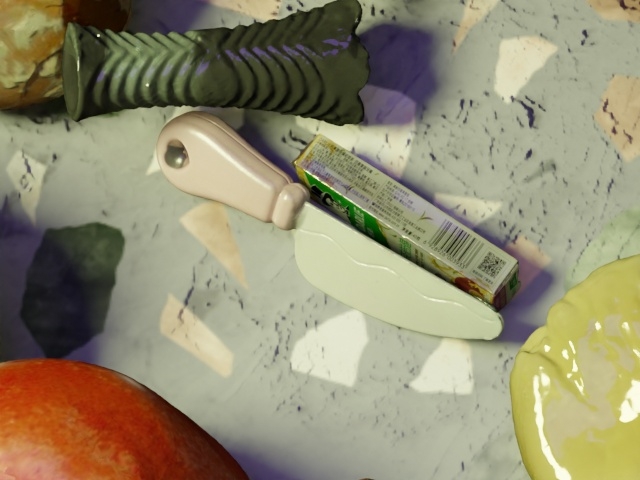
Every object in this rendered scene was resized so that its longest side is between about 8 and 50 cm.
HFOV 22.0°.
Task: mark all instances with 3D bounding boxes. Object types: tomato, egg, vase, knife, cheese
[{"bbox_3d":[-0.201,0.250,1.180,0.290,0.293,0.325,38,87,21],"label":"tomato"},{"bbox_3d":[-0.262,-0.206,1.392,0.233,0.195,0.195,-40,69,13],"label":"egg"},{"bbox_3d":[-0.087,-0.140,1.338,0.237,0.115,0.116,-4,70,-17],"label":"vase"},{"bbox_3d":[-0.001,0.002,1.346,0.336,0.043,0.081,35,123,19],"label":"knife"},{"bbox_3d":[0.252,0.129,1.242,0.214,0.117,0.226,-37,65,0],"label":"cheese"}]

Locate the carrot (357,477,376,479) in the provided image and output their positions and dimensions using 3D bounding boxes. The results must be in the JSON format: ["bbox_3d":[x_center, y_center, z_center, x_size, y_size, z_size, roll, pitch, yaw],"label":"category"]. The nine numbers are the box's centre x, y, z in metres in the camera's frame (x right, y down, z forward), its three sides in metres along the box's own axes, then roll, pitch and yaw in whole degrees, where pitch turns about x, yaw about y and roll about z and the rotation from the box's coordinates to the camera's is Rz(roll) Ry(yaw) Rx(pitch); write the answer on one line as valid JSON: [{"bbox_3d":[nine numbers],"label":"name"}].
[{"bbox_3d":[0.107,0.231,1.271,0.190,0.037,0.037,21,76,11],"label":"carrot"}]

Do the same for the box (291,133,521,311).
[{"bbox_3d":[0.070,-0.014,1.347,0.207,0.050,0.041,33,76,18],"label":"box"}]
